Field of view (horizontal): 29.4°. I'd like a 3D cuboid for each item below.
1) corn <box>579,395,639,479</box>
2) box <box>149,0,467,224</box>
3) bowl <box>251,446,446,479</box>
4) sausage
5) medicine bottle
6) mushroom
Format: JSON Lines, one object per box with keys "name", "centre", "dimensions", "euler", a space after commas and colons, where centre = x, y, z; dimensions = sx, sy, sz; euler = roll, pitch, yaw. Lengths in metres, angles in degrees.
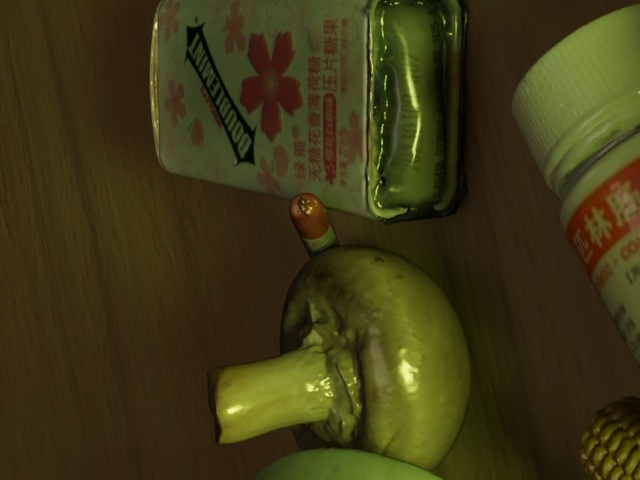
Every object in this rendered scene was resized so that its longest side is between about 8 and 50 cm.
{"name": "corn", "centre": [0.275, 0.184, 0.711], "dimensions": [0.305, 0.106, 0.106], "euler": [39, 127, 50]}
{"name": "box", "centre": [-0.023, -0.130, 1.088], "dimensions": [0.370, 0.112, 0.190], "euler": [13, 108, 55]}
{"name": "bowl", "centre": [0.035, 0.318, 0.919], "dimensions": [0.307, 0.163, 0.307], "euler": [21, 136, 22]}
{"name": "sausage", "centre": [0.000, 0.000, 1.051], "dimensions": [0.223, 0.029, 0.029], "euler": [66, -176, -73]}
{"name": "medicine bottle", "centre": [0.222, -0.008, 0.716], "dimensions": [0.144, 0.145, 0.252], "euler": [-51, 52, 47]}
{"name": "mushroom", "centre": [0.007, 0.110, 0.995], "dimensions": [0.207, 0.215, 0.207], "euler": [170, 90, -66]}
